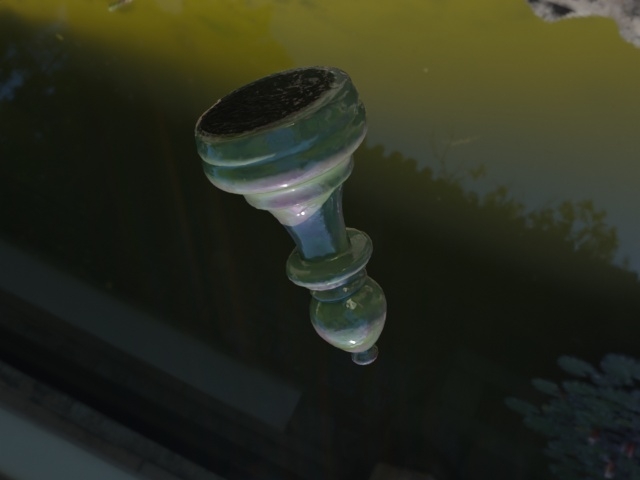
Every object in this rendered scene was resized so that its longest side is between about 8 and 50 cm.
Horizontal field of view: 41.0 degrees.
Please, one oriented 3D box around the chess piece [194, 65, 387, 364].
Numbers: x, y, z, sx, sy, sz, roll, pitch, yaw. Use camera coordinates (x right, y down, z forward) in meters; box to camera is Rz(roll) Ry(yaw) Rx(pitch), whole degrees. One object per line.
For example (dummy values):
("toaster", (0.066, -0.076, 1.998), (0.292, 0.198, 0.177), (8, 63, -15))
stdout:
("chess piece", (0.000, 0.000, 0.731), (0.139, 0.139, 0.272), (5, 128, 37))
